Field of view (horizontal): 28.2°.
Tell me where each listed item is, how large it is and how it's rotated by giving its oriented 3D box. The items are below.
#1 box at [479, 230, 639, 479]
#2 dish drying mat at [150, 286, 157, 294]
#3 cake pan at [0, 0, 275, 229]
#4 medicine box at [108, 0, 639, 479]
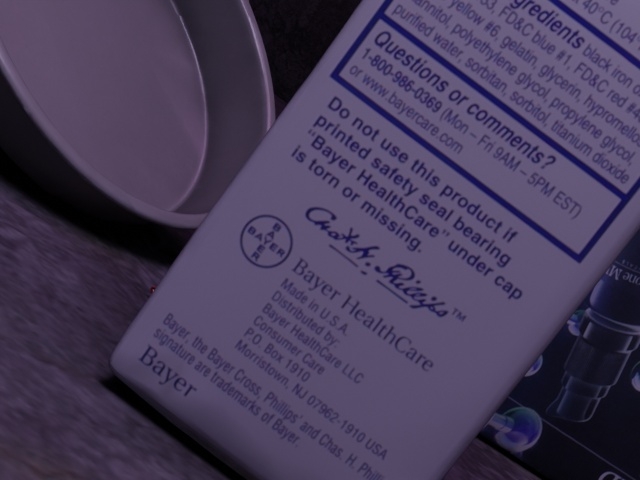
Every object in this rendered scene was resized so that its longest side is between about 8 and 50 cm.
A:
[{"bbox_3d":[0.300,0.021,1.069,0.294,0.395,0.212,33,9,-18],"label":"box"},{"bbox_3d":[-0.068,0.043,0.743,0.032,0.008,0.083,39,8,26],"label":"dish drying mat"},{"bbox_3d":[-0.137,-0.138,0.827,0.293,0.054,0.293,37,43,-43],"label":"cake pan"},{"bbox_3d":[0.060,-0.029,0.642,0.149,0.289,0.263,38,9,1],"label":"medicine box"}]
